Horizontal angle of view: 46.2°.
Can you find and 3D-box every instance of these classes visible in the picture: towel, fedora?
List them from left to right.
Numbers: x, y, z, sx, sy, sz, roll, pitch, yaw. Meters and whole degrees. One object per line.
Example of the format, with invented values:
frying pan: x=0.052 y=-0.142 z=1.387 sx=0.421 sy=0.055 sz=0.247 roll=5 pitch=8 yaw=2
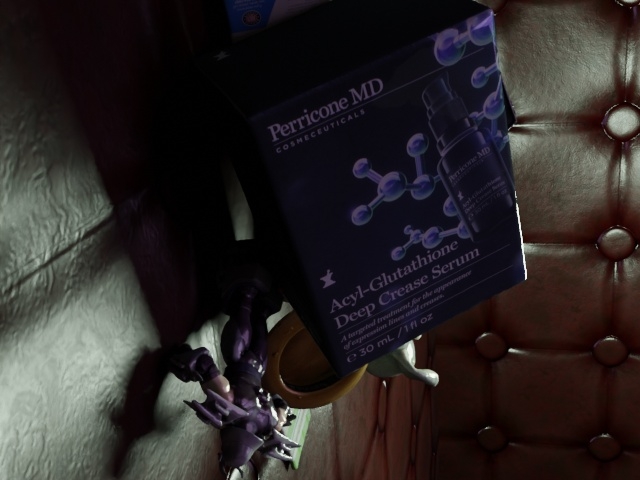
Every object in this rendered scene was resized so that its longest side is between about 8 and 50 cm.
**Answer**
towel: x=-0.048 y=0.295 z=1.249 sx=0.113 sy=0.023 sz=0.152 roll=-71 pitch=159 yaw=-43
fedora: x=-0.015 y=0.163 z=1.154 sx=0.079 sy=0.194 sz=0.195 roll=-141 pitch=-139 yaw=-60

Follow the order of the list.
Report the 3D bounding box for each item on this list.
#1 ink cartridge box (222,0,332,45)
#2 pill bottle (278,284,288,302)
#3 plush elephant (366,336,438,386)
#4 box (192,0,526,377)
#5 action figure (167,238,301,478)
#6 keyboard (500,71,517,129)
ink cartridge box: x=-0.044 y=-0.231 z=0.993 sx=0.078 sy=0.134 sz=0.231 roll=-110 pitch=-171 yaw=-55
pill bottle: x=-0.018 y=0.003 z=1.176 sx=0.108 sy=0.107 sz=0.180 roll=-22 pitch=112 yaw=-74
plush elephant: x=0.133 y=0.154 z=1.474 sx=0.330 sy=0.271 sz=0.255 roll=-49 pitch=131 yaw=-24
box: x=0.063 y=-0.080 z=0.942 sx=0.212 sy=0.293 sz=0.396 roll=50 pitch=-17 yaw=52
action figure: x=-0.091 y=0.143 z=0.883 sx=0.185 sy=0.099 sz=0.285 roll=54 pitch=29 yaw=-44
keyboard: x=0.190 y=-0.180 z=0.951 sx=0.108 sy=0.023 sz=0.180 roll=69 pitch=-10 yaw=-24
